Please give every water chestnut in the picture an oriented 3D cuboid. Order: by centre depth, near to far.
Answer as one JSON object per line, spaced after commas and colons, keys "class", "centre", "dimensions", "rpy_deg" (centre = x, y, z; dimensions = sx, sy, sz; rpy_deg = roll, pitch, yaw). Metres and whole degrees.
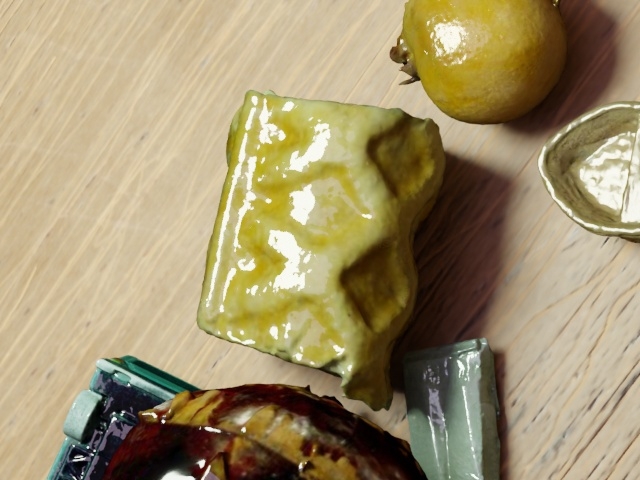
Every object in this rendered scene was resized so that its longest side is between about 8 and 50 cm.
{"class": "water chestnut", "centre": [-0.031, 0.231, 1.369], "dimensions": [0.300, 0.300, 0.300], "rpy_deg": [-8, 74, 31]}

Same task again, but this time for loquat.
{"class": "loquat", "centre": [0.142, -0.175, 1.431], "dimensions": [0.163, 0.137, 0.163], "rpy_deg": [0, 89, 20]}

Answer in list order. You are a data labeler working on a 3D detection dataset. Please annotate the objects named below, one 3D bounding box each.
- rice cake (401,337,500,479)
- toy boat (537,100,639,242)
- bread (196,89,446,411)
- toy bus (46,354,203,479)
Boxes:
{"class": "rice cake", "centre": [0.116, 0.201, 1.414], "dimensions": [0.085, 0.040, 0.226], "rpy_deg": [-12, 72, 30]}
{"class": "toy boat", "centre": [0.275, -0.053, 1.361], "dimensions": [0.188, 0.061, 0.116], "rpy_deg": [10, 85, 34]}
{"class": "bread", "centre": [-0.001, 0.000, 1.450], "dimensions": [0.239, 0.196, 0.252], "rpy_deg": [17, 90, 31]}
{"class": "toy bus", "centre": [-0.196, 0.245, 1.539], "dimensions": [0.128, 0.147, 0.256], "rpy_deg": [25, 94, 6]}
